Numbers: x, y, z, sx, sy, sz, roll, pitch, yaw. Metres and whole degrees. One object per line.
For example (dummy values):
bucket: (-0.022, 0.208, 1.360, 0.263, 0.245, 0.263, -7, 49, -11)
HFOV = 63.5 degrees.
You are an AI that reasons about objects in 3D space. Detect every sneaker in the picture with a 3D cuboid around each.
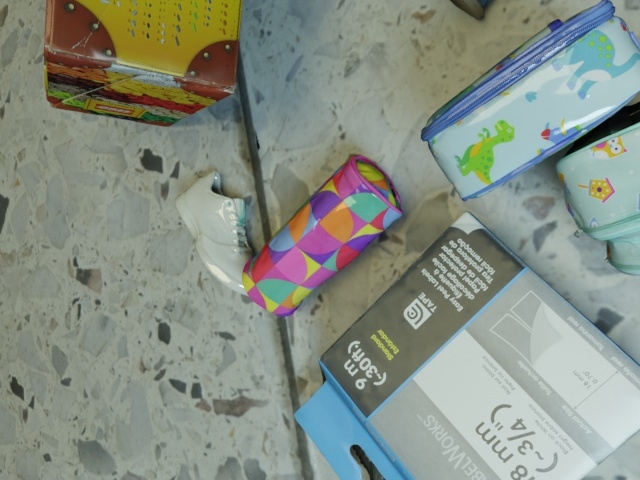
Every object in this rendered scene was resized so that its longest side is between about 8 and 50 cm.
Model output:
sneaker: (0.045, 0.232, 0.660, 0.089, 0.051, 0.170, -12, 79, 32)
sneaker: (-0.137, -0.017, 0.766, 0.094, 0.080, 0.212, -42, 67, 13)

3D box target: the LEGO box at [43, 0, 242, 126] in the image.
LEGO box: (-0.232, -0.428, 0.668, 0.372, 0.193, 0.500, 13, 98, 62)

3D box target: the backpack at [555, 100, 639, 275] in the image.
backpack: (0.288, -0.050, 0.424, 0.166, 0.188, 0.144, -20, 79, 30)

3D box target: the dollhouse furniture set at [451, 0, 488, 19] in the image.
dollhouse furniture set: (0.219, -0.271, 0.412, 0.198, 0.286, 0.303, -53, 53, 21)

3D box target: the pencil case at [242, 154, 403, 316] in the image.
pencil case: (0.000, 0.000, 0.664, 0.236, 0.104, 0.104, -44, 68, 26)

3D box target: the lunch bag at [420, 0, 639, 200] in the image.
lunch bag: (0.193, -0.126, 0.467, 0.176, 0.219, 0.090, -33, 91, 30)

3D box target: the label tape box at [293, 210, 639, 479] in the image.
label tape box: (0.127, 0.176, 0.539, 0.333, 0.106, 0.240, -47, 66, 11)
